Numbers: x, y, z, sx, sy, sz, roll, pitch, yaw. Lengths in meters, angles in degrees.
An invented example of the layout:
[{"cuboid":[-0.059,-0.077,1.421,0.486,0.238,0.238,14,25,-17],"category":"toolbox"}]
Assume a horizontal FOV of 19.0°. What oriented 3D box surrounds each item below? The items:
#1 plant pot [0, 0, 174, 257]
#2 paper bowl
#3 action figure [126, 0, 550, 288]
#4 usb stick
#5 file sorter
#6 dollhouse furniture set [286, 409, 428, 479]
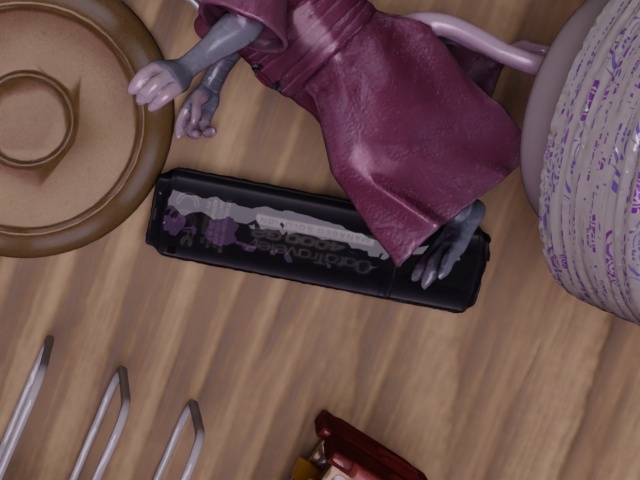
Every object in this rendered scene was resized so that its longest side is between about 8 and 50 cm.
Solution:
[{"cuboid":[-0.231,-0.097,1.500,0.236,0.032,0.236,-2,104,-8],"category":"plant pot"},{"cuboid":[0.256,-0.082,1.413,0.148,0.284,0.284,24,99,34],"category":"paper bowl"},{"cuboid":[0.004,-0.152,1.417,0.275,0.248,0.370,-43,103,2],"category":"action figure"},{"cuboid":[0.000,0.000,1.543,0.278,0.045,0.077,11,105,-7],"category":"usb stick"},{"cuboid":[-0.242,0.162,1.476,0.277,0.193,0.173,24,93,-8],"category":"file sorter"},{"cuboid":[0.102,0.321,1.548,0.374,0.152,0.201,32,95,-9],"category":"dollhouse furniture set"}]
